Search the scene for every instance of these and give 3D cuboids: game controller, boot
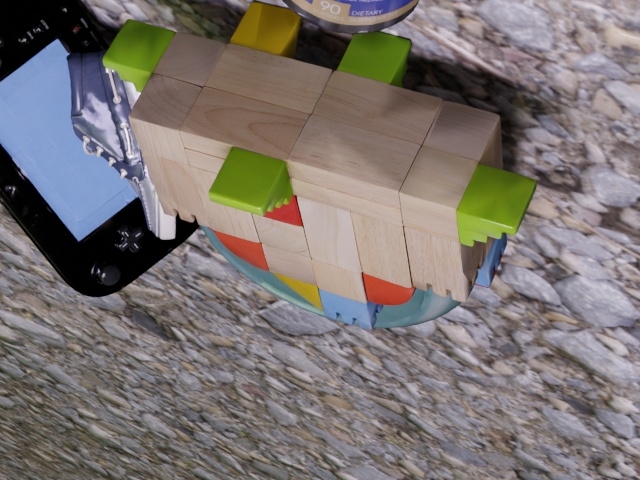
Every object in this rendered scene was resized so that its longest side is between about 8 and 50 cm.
[{"bbox_3d":[-0.238,-0.095,1.529,0.319,0.166,0.067,56,-179,-31],"label":"game controller"},{"bbox_3d":[-0.181,-0.088,1.504,0.086,0.069,0.190,-6,111,-4],"label":"boot"}]

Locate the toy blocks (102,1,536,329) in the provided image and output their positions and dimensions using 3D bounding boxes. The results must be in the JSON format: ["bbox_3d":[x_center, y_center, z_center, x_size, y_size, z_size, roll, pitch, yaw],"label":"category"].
[{"bbox_3d":[0.009,-0.031,1.412,0.381,0.191,0.261,16,152,19],"label":"toy blocks"}]

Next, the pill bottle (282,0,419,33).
[{"bbox_3d":[0.033,-0.245,1.091,0.123,0.123,0.219,24,153,4],"label":"pill bottle"}]

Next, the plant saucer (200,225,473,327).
[{"bbox_3d":[0.000,0.000,1.640,0.317,0.044,0.317,20,152,11],"label":"plant saucer"}]
